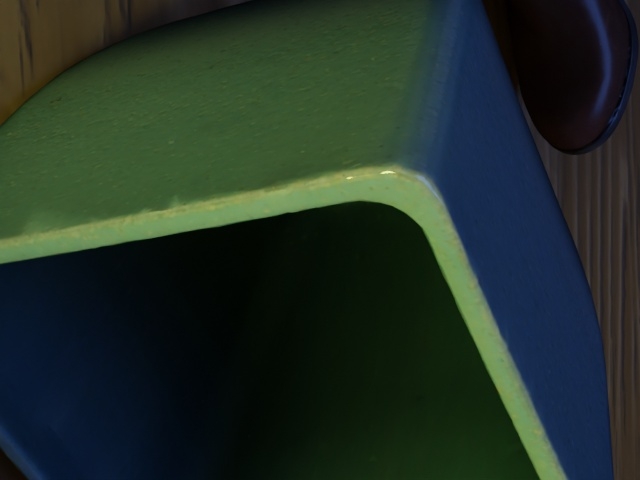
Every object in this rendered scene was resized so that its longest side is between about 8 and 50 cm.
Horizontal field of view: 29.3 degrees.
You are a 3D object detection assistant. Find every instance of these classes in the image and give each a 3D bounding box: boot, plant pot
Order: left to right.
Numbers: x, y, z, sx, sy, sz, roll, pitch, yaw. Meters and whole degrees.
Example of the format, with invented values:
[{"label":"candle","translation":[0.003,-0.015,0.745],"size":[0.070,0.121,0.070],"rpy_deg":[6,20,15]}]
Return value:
[{"label":"plant pot","translation":[0.000,0.000,0.580],"size":[0.248,0.247,0.252],"rpy_deg":[61,32,-34]},{"label":"boot","translation":[0.111,-0.197,0.809],"size":[0.280,0.096,0.264],"rpy_deg":[2,92,-51]}]
